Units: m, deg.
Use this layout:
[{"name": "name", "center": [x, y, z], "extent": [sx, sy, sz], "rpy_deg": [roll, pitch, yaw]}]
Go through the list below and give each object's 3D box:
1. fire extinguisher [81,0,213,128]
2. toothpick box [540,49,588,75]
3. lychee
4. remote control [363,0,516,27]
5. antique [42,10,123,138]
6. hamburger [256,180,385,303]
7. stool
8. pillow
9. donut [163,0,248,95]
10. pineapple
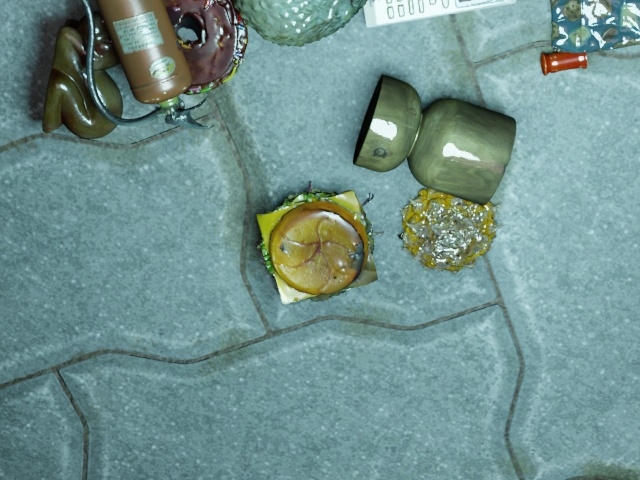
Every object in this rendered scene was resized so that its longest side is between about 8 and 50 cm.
[{"name": "fire extinguisher", "center": [-0.337, -0.354, 1.596], "extent": [0.200, 0.113, 0.376], "rpy_deg": [-7, 114, 34]}, {"name": "toothpick box", "center": [0.456, -0.338, 1.681], "extent": [0.083, 0.047, 0.047], "rpy_deg": [-9, 111, 7]}, {"name": "lychee", "center": [-0.038, -0.464, 1.546], "extent": [0.255, 0.255, 0.274], "rpy_deg": [-46, 63, 18]}, {"name": "remote control", "center": [0.214, -0.464, 1.638], "extent": [0.277, 0.055, 0.102], "rpy_deg": [-8, 112, 6]}, {"name": "antique", "center": [-0.439, -0.311, 1.697], "extent": [0.143, 0.121, 0.256], "rpy_deg": [12, 112, -10]}, {"name": "hamburger", "center": [0.000, 0.000, 1.787], "extent": [0.262, 0.138, 0.243], "rpy_deg": [-9, 113, 7]}, {"name": "stool", "center": [0.213, -0.187, 1.682], "extent": [0.264, 0.179, 0.179], "rpy_deg": [17, 111, -4]}, {"name": "pillow", "center": [0.506, -0.471, 1.615], "extent": [0.189, 0.034, 0.255], "rpy_deg": [-4, 103, 5]}, {"name": "donut", "center": [-0.243, -0.393, 1.670], "extent": [0.235, 0.089, 0.235], "rpy_deg": [1, 111, 3]}, {"name": "pineapple", "center": [0.260, -0.020, 1.803], "extent": [0.225, 0.076, 0.224], "rpy_deg": [0, 111, 0]}]
